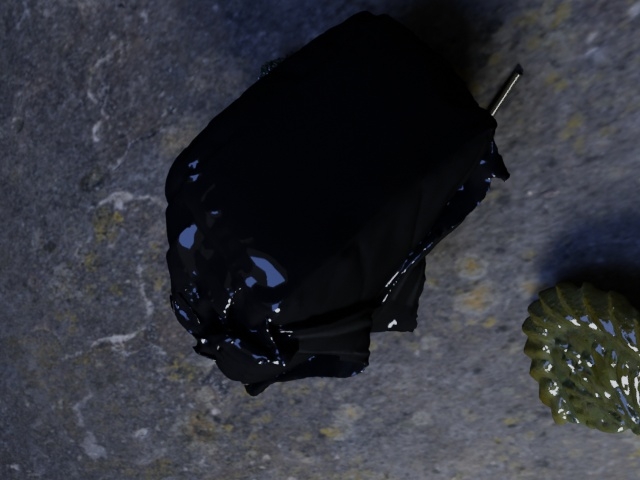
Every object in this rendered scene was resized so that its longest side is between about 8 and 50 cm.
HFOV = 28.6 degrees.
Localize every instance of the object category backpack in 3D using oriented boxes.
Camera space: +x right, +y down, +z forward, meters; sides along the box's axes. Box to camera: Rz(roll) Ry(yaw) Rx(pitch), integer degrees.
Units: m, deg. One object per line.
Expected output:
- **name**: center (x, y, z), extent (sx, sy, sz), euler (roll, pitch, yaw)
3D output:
- **backpack**: center (0.000, 0.000, 1.276), extent (0.255, 0.363, 0.446), euler (46, 162, 9)

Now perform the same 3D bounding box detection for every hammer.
- **hammer**: center (0.176, -0.131, 1.268), extent (0.035, 0.019, 0.110), euler (41, 134, 11)

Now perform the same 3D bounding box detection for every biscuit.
- **biscuit**: center (0.289, 0.125, 1.289), extent (0.187, 0.036, 0.273), euler (62, 155, -10)

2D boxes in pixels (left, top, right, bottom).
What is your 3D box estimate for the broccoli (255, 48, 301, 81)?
- **broccoli**: center (-0.011, -0.167, 1.378), extent (0.095, 0.097, 0.092), euler (64, -173, 16)
